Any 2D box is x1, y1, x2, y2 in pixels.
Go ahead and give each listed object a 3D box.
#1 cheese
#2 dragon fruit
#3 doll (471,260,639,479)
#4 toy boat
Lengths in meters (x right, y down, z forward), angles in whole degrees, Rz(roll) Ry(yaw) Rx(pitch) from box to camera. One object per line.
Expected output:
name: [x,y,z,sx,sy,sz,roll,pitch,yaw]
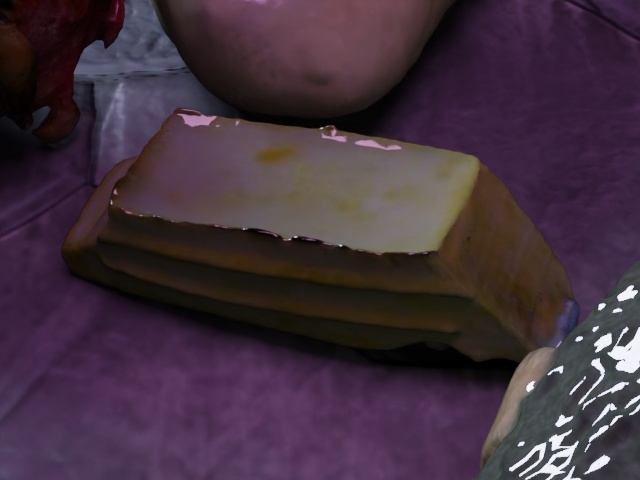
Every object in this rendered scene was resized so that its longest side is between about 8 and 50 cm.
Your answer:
cheese: [0.036,-0.208,0.894,0.351,0.129,0.328,-7,44,-7]
dragon fruit: [-0.206,-0.164,0.810,0.282,0.147,0.211,-38,58,-4]
doll: [0.127,0.144,0.497,0.247,0.247,0.349,34,59,28]
toy boat: [0.001,-0.004,0.724,0.276,0.084,0.111,14,44,12]
